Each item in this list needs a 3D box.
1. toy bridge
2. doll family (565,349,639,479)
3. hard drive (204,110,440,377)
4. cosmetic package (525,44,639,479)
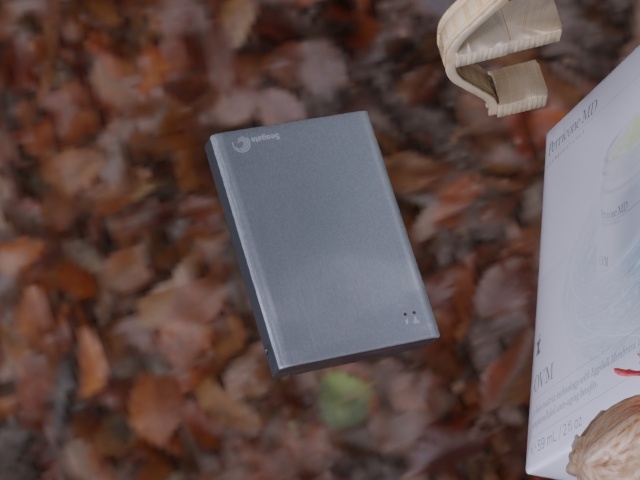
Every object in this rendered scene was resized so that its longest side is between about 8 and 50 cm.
[{"bbox_3d":[0.094,-0.109,1.034,0.063,0.188,0.026,-14,72,-3],"label":"toy bridge"},{"bbox_3d":[0.144,0.144,0.641,0.118,0.163,0.263,46,144,45],"label":"doll family"},{"bbox_3d":[0.000,0.000,1.064,0.022,0.094,0.135,130,126,-61],"label":"hard drive"},{"bbox_3d":[0.220,0.010,1.101,0.224,0.138,0.225,131,149,-64],"label":"cosmetic package"}]
